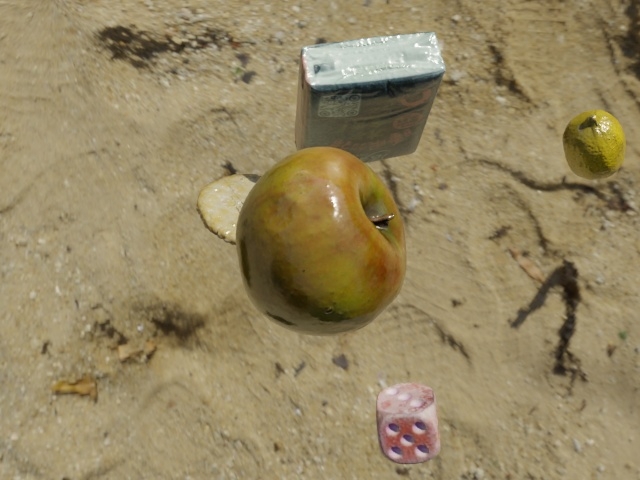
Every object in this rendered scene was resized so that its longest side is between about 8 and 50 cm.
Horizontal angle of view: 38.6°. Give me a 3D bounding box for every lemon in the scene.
[{"bbox_3d":[0.357,-0.127,1.192,0.082,0.082,0.111,-38,137,-4],"label":"lemon"}]

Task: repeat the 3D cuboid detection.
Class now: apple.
[{"bbox_3d":[0.000,0.000,0.430,0.074,0.089,0.090,-10,110,16],"label":"apple"}]

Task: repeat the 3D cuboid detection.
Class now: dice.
[{"bbox_3d":[0.132,0.275,1.375,0.091,0.093,0.094,-4,112,8],"label":"dice"}]

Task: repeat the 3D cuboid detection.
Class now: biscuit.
[{"bbox_3d":[-0.096,-0.046,1.487,0.219,0.220,0.033,5,125,-18],"label":"biscuit"}]

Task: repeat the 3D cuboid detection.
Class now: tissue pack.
[{"bbox_3d":[0.074,-0.231,1.570,0.227,0.316,0.103,-7,72,-6],"label":"tissue pack"}]
